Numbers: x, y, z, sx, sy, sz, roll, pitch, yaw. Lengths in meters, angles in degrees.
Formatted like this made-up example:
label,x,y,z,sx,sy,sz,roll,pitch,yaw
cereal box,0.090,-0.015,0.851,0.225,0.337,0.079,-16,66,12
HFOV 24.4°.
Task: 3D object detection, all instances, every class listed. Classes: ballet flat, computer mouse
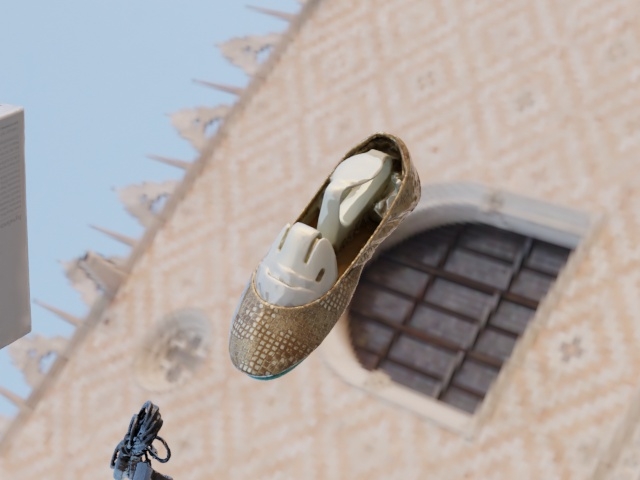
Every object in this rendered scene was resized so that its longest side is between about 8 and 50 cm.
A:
label,x,y,z,sx,sy,sz,roll,pitch,yaw
ballet flat,0.000,0.000,0.966,0.206,0.073,0.067,-56,-27,-36
computer mouse,-0.197,0.335,1.668,0.072,0.272,0.188,-9,-25,-21

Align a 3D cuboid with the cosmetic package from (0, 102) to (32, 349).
label,x,y,z,sx,sy,sz,roll,pitch,yaw
cosmetic package,-0.398,-0.015,1.365,0.138,0.224,0.224,-37,-48,-59
